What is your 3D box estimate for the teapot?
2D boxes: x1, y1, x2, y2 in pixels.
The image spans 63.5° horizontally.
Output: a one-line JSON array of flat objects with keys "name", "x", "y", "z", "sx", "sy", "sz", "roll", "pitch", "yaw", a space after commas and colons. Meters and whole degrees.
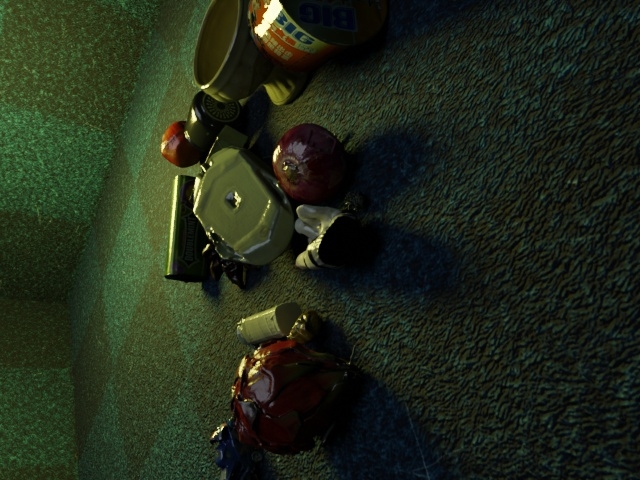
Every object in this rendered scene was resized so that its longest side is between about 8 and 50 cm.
[{"name": "teapot", "x": -0.121, "y": 0.219, "z": 1.234, "sx": 0.200, "sy": 0.077, "sz": 0.107, "roll": -27, "pitch": 79, "yaw": 50}]

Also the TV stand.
[{"name": "TV stand", "x": -0.319, "y": -0.220, "z": 1.605, "sx": 0.269, "sy": 0.083, "sz": 0.088, "roll": -54, "pitch": 11, "yaw": 36}]

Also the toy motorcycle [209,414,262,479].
[{"name": "toy motorcycle", "x": -0.206, "y": 0.510, "z": 1.229, "sx": 0.076, "sy": 0.114, "sz": 0.204, "roll": -44, "pitch": 46, "yaw": 39}]

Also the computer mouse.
[{"name": "computer mouse", "x": -0.180, "y": -0.082, "z": 1.308, "sx": 0.228, "sy": 0.146, "sz": 0.429, "roll": -52, "pitch": 49, "yaw": 10}]

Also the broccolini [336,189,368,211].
[{"name": "broccolini", "x": 0.030, "y": -0.057, "z": 1.137, "sx": 0.218, "sy": 0.042, "sz": 0.044, "roll": -29, "pitch": 59, "yaw": 56}]

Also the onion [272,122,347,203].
[{"name": "onion", "x": -0.021, "y": -0.167, "z": 1.138, "sx": 0.177, "sy": 0.154, "sz": 0.177, "roll": -2, "pitch": 87, "yaw": 36}]

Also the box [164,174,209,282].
[{"name": "box", "x": -0.433, "y": -0.036, "z": 1.712, "sx": 0.097, "sy": 0.134, "sz": 0.345, "roll": -21, "pitch": 63, "yaw": 50}]

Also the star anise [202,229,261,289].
[{"name": "star anise", "x": -0.270, "y": 0.009, "z": 1.437, "sx": 0.272, "sy": 0.103, "sz": 0.271, "roll": 7, "pitch": 101, "yaw": 40}]

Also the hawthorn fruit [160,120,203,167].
[{"name": "hawthorn fruit", "x": -0.487, "y": -0.365, "z": 1.873, "sx": 0.193, "sy": 0.157, "sz": 0.157, "roll": -59, "pitch": 38, "yaw": 22}]

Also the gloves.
[{"name": "gloves", "x": 0.015, "y": -0.003, "z": 1.074, "sx": 0.219, "sy": 0.132, "sz": 0.139, "roll": -162, "pitch": 74, "yaw": -83}]

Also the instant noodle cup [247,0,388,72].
[{"name": "instant noodle cup", "x": -0.024, "y": -0.519, "z": 1.149, "sx": 0.214, "sy": 0.297, "sz": 0.295, "roll": -17, "pitch": 66, "yaw": 61}]

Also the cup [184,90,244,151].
[{"name": "cup", "x": -0.334, "y": -0.359, "z": 1.658, "sx": 0.177, "sy": 0.169, "sz": 0.223, "roll": -37, "pitch": 81, "yaw": 50}]

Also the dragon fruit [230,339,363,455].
[{"name": "dragon fruit", "x": -0.047, "y": 0.287, "z": 1.017, "sx": 0.293, "sy": 0.233, "sz": 0.233, "roll": -34, "pitch": 46, "yaw": 7}]

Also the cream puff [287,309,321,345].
[{"name": "cream puff", "x": -0.029, "y": 0.191, "z": 1.108, "sx": 0.083, "sy": 0.058, "sz": 0.083, "roll": -60, "pitch": -8, "yaw": 1}]

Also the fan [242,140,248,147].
[{"name": "fan", "x": -0.284, "y": -0.176, "z": 1.570, "sx": 0.335, "sy": 0.011, "sz": 0.229, "roll": -52, "pitch": 14, "yaw": 54}]

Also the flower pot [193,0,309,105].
[{"name": "flower pot", "x": -0.170, "y": -0.499, "z": 1.370, "sx": 0.308, "sy": 0.244, "sz": 0.307, "roll": -18, "pitch": 67, "yaw": 51}]
